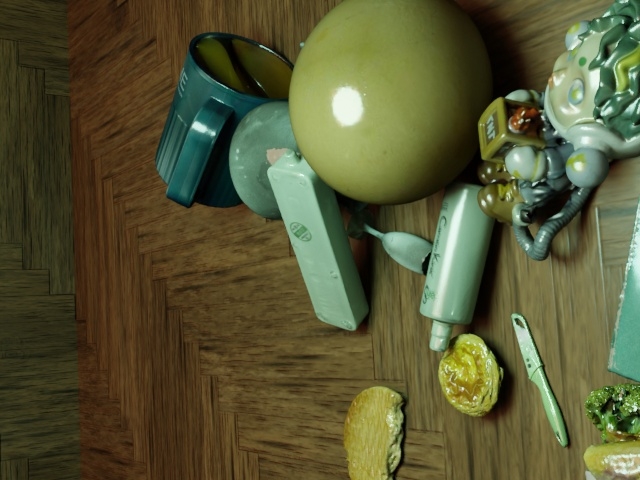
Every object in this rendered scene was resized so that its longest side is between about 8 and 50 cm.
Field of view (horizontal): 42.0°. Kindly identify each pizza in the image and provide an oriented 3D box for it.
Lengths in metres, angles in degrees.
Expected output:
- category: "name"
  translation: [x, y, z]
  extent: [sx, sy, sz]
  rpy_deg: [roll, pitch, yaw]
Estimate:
- category: "pizza"
  translation: [0.444, 0.257, 0.903]
  extent: [0.305, 0.161, 0.086]
  rpy_deg: [4, 66, 16]

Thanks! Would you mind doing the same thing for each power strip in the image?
- category: "power strip"
  translation: [0.000, 0.000, 1.428]
  extent: [0.091, 0.062, 0.385]
  rpy_deg: [14, 138, 33]

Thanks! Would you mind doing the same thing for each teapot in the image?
- category: "teapot"
  translation: [0.014, -0.179, 1.506]
  extent: [0.285, 0.223, 0.305]
  rpy_deg: [6, 67, 46]

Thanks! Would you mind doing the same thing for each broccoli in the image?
- category: "broccoli"
  translation: [0.390, 0.235, 1.028]
  extent: [0.130, 0.120, 0.131]
  rpy_deg: [16, 142, 36]

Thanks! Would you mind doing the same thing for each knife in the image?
- category: "knife"
  translation: [0.318, 0.201, 1.216]
  extent: [0.030, 0.014, 0.207]
  rpy_deg: [-40, 57, 45]

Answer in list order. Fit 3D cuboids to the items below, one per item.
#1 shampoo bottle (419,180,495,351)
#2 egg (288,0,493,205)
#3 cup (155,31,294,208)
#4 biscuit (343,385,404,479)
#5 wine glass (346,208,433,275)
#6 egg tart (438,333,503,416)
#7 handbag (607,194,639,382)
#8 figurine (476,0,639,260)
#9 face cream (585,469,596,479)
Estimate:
- category: "shampoo bottle"
  translation: [0.208, 0.042, 1.283]
  extent: [0.085, 0.085, 0.262]
  rpy_deg: [17, 97, 52]
- category: "egg"
  translation: [0.109, -0.223, 1.254]
  extent: [0.301, 0.301, 0.374]
  rpy_deg: [-40, 18, 46]
- category: "cup"
  translation: [-0.193, -0.223, 1.715]
  extent: [0.292, 0.242, 0.308]
  rpy_deg: [-61, 33, 36]
- category: "biscuit"
  translation: [0.093, 0.364, 1.499]
  extent: [0.144, 0.033, 0.224]
  rpy_deg: [14, 100, 55]
- category: "wine glass"
  translation: [0.130, 0.004, 1.436]
  extent: [0.198, 0.066, 0.066]
  rpy_deg: [29, 113, 47]
- category: "egg tart"
  translation: [0.239, 0.208, 1.289]
  extent: [0.130, 0.052, 0.130]
  rpy_deg: [-4, 86, 55]
- category: "handbag"
  translation: [0.479, 0.062, 0.938]
  extent: [0.268, 0.100, 0.274]
  rpy_deg: [12, 100, 49]
- category: "figurine"
  translation: [0.331, -0.163, 1.071]
  extent: [0.382, 0.186, 0.261]
  rpy_deg: [-44, 45, 51]
- category: "face cream"
  translation: [0.396, 0.392, 1.070]
  extent: [0.084, 0.057, 0.198]
  rpy_deg: [-25, 70, 50]
